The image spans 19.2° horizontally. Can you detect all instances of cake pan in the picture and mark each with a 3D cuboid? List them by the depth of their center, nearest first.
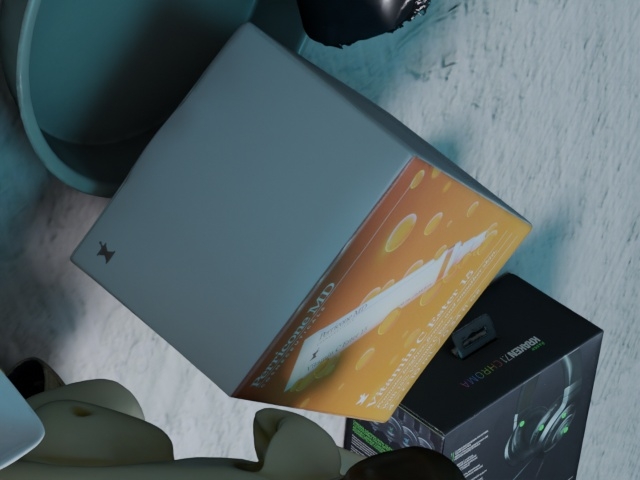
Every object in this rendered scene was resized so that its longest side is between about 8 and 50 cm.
[{"bbox_3d":[-0.112,-0.171,1.345,0.293,0.054,0.293,-33,141,-32],"label":"cake pan"}]

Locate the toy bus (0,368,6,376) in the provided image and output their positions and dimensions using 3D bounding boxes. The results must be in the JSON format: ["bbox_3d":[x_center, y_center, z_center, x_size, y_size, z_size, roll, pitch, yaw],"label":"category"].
[{"bbox_3d":[-0.330,0.069,1.211,0.220,0.149,0.211,-33,124,-36],"label":"toy bus"}]

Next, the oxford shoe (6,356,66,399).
[{"bbox_3d":[-0.287,0.227,1.381,0.348,0.123,0.130,-57,141,-41],"label":"oxford shoe"}]

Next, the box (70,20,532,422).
[{"bbox_3d":[0.000,0.000,1.457,0.215,0.168,0.345,-53,159,6],"label":"box"}]

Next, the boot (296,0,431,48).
[{"bbox_3d":[-0.012,-0.198,1.311,0.246,0.094,0.207,-37,148,-15],"label":"boot"}]

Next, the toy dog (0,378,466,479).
[{"bbox_3d":[-0.058,0.227,1.247,0.395,0.408,0.285,26,68,-59],"label":"toy dog"}]

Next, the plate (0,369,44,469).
[{"bbox_3d":[-0.314,0.057,1.047,0.045,0.278,0.277,-42,177,26],"label":"plate"}]

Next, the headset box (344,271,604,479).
[{"bbox_3d":[0.149,0.202,1.932,0.246,0.131,0.283,-29,138,-35],"label":"headset box"}]
